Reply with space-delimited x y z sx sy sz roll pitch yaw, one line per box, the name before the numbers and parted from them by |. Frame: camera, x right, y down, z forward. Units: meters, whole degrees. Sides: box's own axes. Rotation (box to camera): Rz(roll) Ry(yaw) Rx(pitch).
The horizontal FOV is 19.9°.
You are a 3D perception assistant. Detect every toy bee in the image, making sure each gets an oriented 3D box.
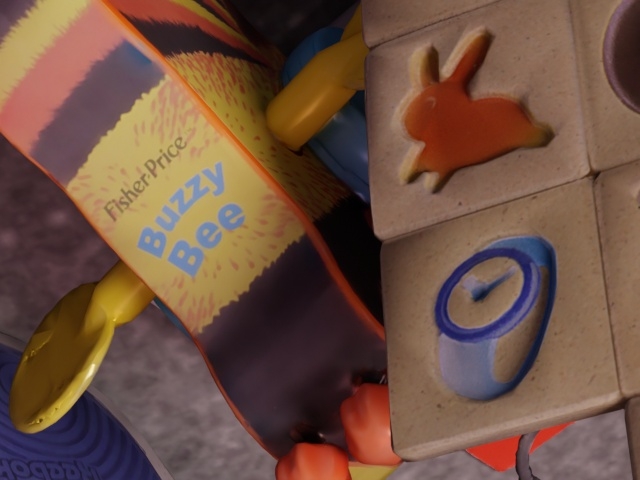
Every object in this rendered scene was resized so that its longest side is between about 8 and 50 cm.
toy bee | 0.000 0.000 0.535 0.298 0.162 0.195 23 112 2

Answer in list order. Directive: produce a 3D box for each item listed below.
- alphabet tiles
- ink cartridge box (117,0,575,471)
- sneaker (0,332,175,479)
alphabet tiles | 0.136 -0.086 0.417 0.285 0.342 0.011 -18 147 25
ink cartridge box | 0.070 0.005 0.688 0.189 0.066 0.232 -38 121 21
sneaker | -0.103 0.177 0.755 0.182 0.127 0.315 -40 127 20
